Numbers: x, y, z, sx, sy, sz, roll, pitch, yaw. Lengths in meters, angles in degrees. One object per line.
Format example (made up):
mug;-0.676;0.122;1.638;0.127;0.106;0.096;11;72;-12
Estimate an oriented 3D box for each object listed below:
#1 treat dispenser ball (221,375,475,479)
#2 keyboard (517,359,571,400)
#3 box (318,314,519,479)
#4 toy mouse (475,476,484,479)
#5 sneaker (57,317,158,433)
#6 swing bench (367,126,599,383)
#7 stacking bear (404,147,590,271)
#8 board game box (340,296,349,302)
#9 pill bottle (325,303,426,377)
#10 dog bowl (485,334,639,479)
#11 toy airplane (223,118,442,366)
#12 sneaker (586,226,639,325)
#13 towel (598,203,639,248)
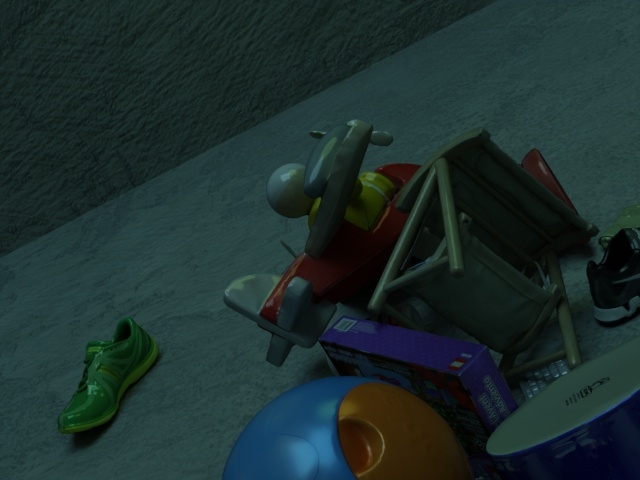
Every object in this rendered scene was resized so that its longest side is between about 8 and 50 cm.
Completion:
treat dispenser ball;0.031;0.295;1.174;0.288;0.288;0.288;-25;22;11
keyboard;0.311;0.222;1.361;0.072;0.014;0.256;-26;22;8
box;0.139;0.205;1.355;0.057;0.201;0.293;-42;24;-24
toy mouse;0.107;0.321;1.338;0.143;0.031;0.161;-45;42;-17
sneaker;-0.428;0.260;2.048;0.109;0.123;0.295;-15;26;32
swing bench;0.227;0.032;1.432;0.165;0.253;0.255;-28;35;43
stacking bear;0.270;-0.011;1.748;0.289;0.164;0.175;-32;9;14
board game box;0.088;0.038;1.880;0.146;0.045;0.193;-33;-11;-10
pill bottle;0.087;0.163;1.672;0.152;0.086;0.086;-23;22;16
dog bowl;0.312;0.199;1.127;0.265;0.104;0.265;-33;-2;-1
toy airplane;0.000;0.000;1.592;0.386;0.272;0.384;-48;-21;11
sneaker;0.468;0.015;1.497;0.234;0.106;0.078;-33;23;-11
towel;0.513;-0.025;1.642;0.148;0.027;0.110;-3;32;49
